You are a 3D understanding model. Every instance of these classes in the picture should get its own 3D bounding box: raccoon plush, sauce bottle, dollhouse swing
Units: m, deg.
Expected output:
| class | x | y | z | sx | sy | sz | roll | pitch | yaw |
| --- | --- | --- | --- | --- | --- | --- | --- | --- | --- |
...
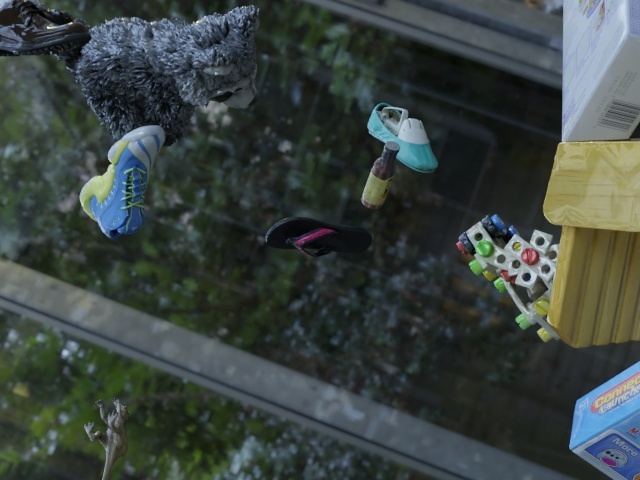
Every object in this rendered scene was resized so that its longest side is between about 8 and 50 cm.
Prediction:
| class | x | y | z | sx | sy | sz | roll | pitch | yaw |
| --- | --- | --- | --- | --- | --- | --- | --- | --- | --- |
| raccoon plush | -0.316 | -0.327 | 1.969 | 0.299 | 0.446 | 0.216 | -39 | 38 | 54 |
| sauce bottle | 0.105 | -0.111 | 1.985 | 0.042 | 0.042 | 0.128 | -60 | -8 | -48 |
| dollhouse swing | 0.517 | 0.008 | 1.603 | 0.315 | 0.346 | 0.305 | 9 | 101 | 62 |

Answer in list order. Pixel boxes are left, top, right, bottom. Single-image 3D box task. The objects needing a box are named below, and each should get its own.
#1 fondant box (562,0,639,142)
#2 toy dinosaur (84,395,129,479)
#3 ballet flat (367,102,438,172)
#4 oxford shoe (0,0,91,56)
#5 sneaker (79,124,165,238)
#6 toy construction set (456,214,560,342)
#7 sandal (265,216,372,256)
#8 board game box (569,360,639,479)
| class | x | y | z | sx | sy | sz | roll | pitch | yaw |
| --- | --- | --- | --- | --- | --- | --- | --- | --- | --- |
| fondant box | 0.453 | -0.331 | 1.777 | 0.238 | 0.096 | 0.330 | 111 | 169 | -53 |
| toy dinosaur | -0.322 | 0.308 | 1.815 | 0.183 | 0.053 | 0.093 | -83 | -23 | -46 |
| ballet flat | 0.172 | -0.228 | 2.468 | 0.247 | 0.083 | 0.087 | 46 | 133 | 52 |
| oxford shoe | -0.464 | -0.339 | 1.851 | 0.083 | 0.227 | 0.096 | -17 | -71 | -65 |
| sneaker | -0.313 | -0.089 | 1.973 | 0.091 | 0.126 | 0.240 | -15 | -20 | -44 |
| toy construction set | 0.371 | 0.060 | 2.177 | 0.151 | 0.215 | 0.328 | -32 | -25 | 2 |
| sandal | 0.000 | 0.000 | 1.927 | 0.040 | 0.179 | 0.067 | -98 | 17 | -45 |
| board game box | 0.517 | 0.236 | 1.400 | 0.302 | 0.308 | 0.086 | -43 | 18 | 41 |
